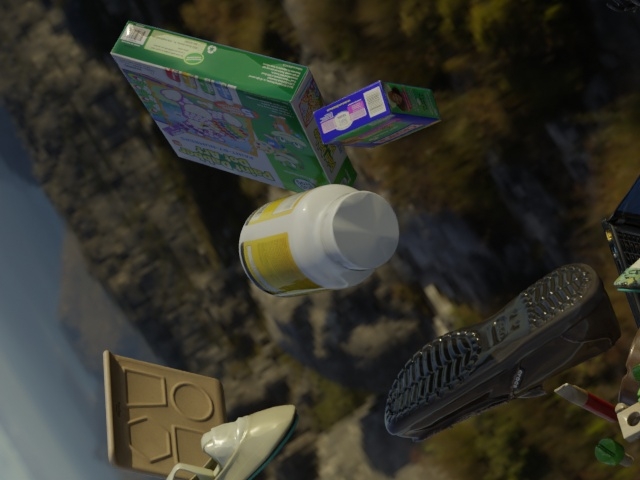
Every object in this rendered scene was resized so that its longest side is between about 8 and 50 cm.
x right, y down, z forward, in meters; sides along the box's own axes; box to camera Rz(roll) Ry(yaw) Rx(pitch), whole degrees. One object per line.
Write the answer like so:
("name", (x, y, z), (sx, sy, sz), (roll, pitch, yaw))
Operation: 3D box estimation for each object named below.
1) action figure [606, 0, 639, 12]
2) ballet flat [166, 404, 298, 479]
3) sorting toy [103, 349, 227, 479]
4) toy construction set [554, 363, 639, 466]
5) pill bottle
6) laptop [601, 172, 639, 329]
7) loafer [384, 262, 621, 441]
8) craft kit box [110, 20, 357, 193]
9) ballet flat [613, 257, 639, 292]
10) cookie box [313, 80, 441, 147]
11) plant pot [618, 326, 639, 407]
("action figure", (0.454, -0.349, 1.863), (0.276, 0.141, 0.164), (36, 157, -9))
("ballet flat", (-0.129, 0.280, 1.719), (0.086, 0.248, 0.086), (38, -169, -9))
("sorting toy", (-0.217, 0.259, 1.999), (0.208, 0.038, 0.193), (21, -140, -31))
("toy construction set", (0.439, 0.204, 1.847), (0.309, 0.257, 0.237), (-12, 150, 44))
("pill bottle", (0.000, 0.000, 1.403), (0.103, 0.103, 0.184), (60, 153, -9))
("laptop", (0.651, -0.003, 2.343), (0.382, 0.236, 0.407), (8, -117, -57))
("loafer", (0.242, 0.177, 1.872), (0.130, 0.366, 0.133), (44, -150, -22))
("craft kit box", (-0.100, -0.152, 1.725), (0.250, 0.061, 0.246), (17, 162, 24))
("ballet flat", (0.486, 0.050, 2.050), (0.188, 0.070, 0.070), (9, -149, -48))
("cookie box", (0.062, -0.132, 1.512), (0.092, 0.107, 0.040), (-22, 79, 33))
("plant pot", (0.527, 0.204, 2.053), (0.165, 0.167, 0.167), (15, 147, 19))
